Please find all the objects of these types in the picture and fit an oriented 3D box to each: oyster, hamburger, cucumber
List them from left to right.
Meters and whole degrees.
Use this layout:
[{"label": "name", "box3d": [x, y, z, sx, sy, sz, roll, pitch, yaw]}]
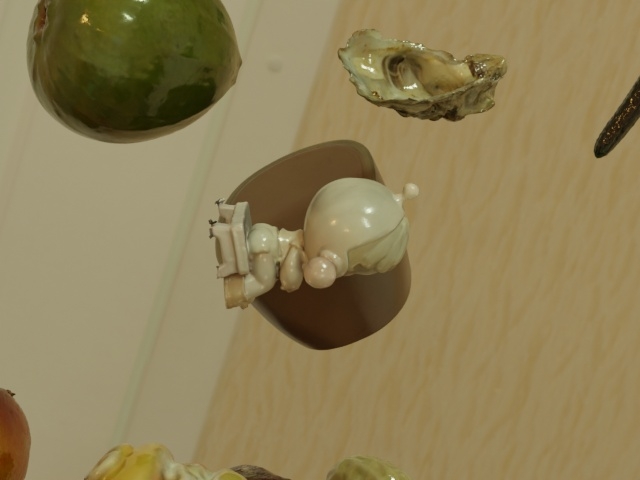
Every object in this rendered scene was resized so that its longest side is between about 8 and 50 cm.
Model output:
[{"label": "hamburger", "box3d": [-0.200, 0.348, 1.201, 0.186, 0.261, 0.303, 24, 6, 2]}, {"label": "oyster", "box3d": [0.140, -0.212, 1.471, 0.232, 0.107, 0.162, -5, 54, -23]}, {"label": "cucumber", "box3d": [0.651, -0.265, 2.295, 0.052, 0.215, 0.058, 35, 11, 10]}]

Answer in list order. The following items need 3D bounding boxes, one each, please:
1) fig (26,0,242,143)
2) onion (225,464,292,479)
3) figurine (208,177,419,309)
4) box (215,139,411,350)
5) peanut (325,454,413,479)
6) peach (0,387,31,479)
[{"label": "fig", "box3d": [-0.252, -0.279, 1.539, 0.316, 0.316, 0.316, 18, 8, -3]}, {"label": "onion", "box3d": [-0.037, 0.580, 1.994, 0.420, 0.399, 0.398, -17, 17, -11]}, {"label": "figurine", "box3d": [-0.002, -0.010, 1.306, 0.256, 0.145, 0.182, -12, -6, 5]}, {"label": "box", "box3d": [0.003, 0.017, 1.691, 0.301, 0.301, 0.216, 30, -24, 54]}, {"label": "peanut", "box3d": [0.129, 0.385, 1.385, 0.298, 0.136, 0.120, 25, 44, 28]}, {"label": "peach", "box3d": [-0.653, 0.366, 1.765, 0.380, 0.306, 0.242, 28, 38, -44]}]
